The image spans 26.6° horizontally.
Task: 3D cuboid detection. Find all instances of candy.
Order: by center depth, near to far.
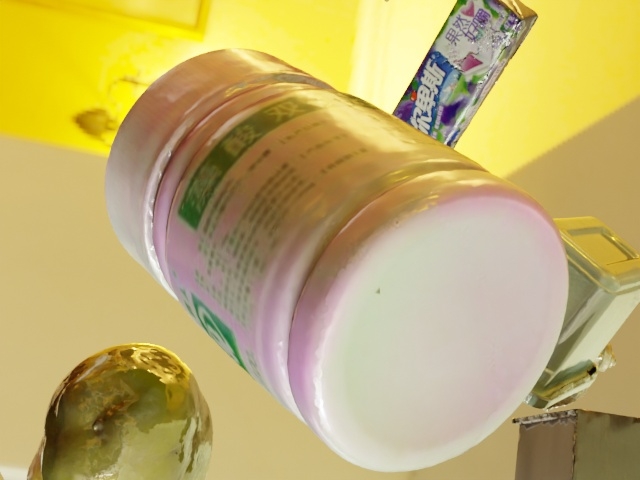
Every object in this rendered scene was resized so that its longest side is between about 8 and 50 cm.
[{"bbox_3d":[0.145,-0.168,1.635,0.312,0.088,0.061,-60,168,29],"label":"candy"}]

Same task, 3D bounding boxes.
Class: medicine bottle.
[{"bbox_3d":[0.000,0.000,0.978,0.325,0.212,0.212,37,-63,51],"label":"medicine bottle"}]

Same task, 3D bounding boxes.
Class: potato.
[{"bbox_3d":[-0.161,0.168,1.152,0.200,0.137,0.155,67,5,-68],"label":"potato"}]

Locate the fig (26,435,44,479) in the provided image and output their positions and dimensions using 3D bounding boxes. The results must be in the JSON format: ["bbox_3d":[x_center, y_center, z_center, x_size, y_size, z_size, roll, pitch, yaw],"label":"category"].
[{"bbox_3d":[-0.251,0.312,1.617,0.257,0.159,0.159,37,-63,48],"label":"fig"}]

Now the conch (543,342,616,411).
[{"bbox_3d":[0.361,0.179,2.222,0.163,0.245,0.178,118,-10,-66],"label":"conch"}]

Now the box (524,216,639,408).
[{"bbox_3d":[0.300,0.074,1.695,0.182,0.175,0.312,-52,162,17],"label":"box"}]

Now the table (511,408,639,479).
[{"bbox_3d":[0.318,0.303,1.539,0.172,0.169,0.193,145,-48,-70],"label":"table"}]

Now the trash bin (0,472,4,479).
[{"bbox_3d":[-0.391,0.290,1.199,0.368,0.256,0.296,56,-43,10],"label":"trash bin"}]
